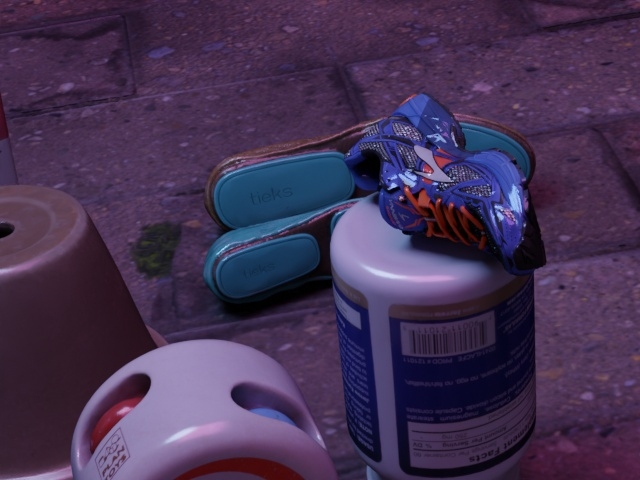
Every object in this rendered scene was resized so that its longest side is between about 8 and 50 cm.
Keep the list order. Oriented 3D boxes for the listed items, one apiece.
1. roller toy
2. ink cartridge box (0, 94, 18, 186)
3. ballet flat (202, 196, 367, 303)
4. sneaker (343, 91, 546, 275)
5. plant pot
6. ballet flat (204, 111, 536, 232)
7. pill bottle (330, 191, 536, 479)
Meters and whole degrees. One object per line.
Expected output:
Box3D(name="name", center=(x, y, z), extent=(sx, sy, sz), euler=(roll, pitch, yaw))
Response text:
Box3D(name="roller toy", center=(-0.089, 0.187, 1.275), extent=(0.209, 0.191, 0.146), euler=(-13, 34, -11))
Box3D(name="ink cartridge box", center=(-0.390, -0.026, 1.580), extent=(0.207, 0.283, 0.117), euler=(-22, 39, -22))
Box3D(name="ballet flat", center=(0.000, 0.000, 1.658), extent=(0.247, 0.083, 0.087), euler=(-13, 19, -13))
Box3D(name="sneaker", center=(0.089, -0.028, 1.207), extent=(0.087, 0.083, 0.221), euler=(-29, 32, -10))
Box3D(name="plant pot", center=(-0.251, 0.082, 1.436), extent=(0.263, 0.229, 0.263), euler=(-4, 32, 3))
Box3D(name="ballet flat", center=(0.048, -0.073, 1.756), extent=(0.342, 0.116, 0.124), euler=(-11, 13, 0))
Box3D(name="pill bottle", center=(0.092, 0.099, 1.312), extent=(0.153, 0.265, 0.153), euler=(-4, 33, 2))
